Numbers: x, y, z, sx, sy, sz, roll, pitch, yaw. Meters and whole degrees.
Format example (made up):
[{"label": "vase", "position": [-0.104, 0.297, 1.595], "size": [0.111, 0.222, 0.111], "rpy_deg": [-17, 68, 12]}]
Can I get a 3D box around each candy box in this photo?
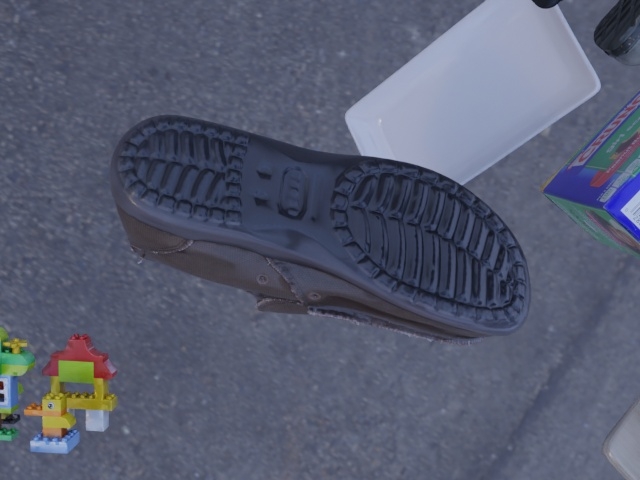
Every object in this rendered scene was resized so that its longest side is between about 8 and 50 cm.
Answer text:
[{"label": "candy box", "position": [0.429, -0.110, 1.373], "size": [0.122, 0.317, 0.268], "rpy_deg": [43, 93, -4]}]

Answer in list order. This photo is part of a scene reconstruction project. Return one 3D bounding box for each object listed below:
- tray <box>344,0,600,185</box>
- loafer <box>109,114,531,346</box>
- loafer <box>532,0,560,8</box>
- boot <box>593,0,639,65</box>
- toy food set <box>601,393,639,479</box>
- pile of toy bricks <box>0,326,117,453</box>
[{"label": "tray", "position": [0.149, -0.139, 1.146], "size": [0.030, 0.270, 0.145], "rpy_deg": [-4, 65, -51]}, {"label": "loafer", "position": [0.000, 0.000, 0.955], "size": [0.366, 0.130, 0.134], "rpy_deg": [20, 58, -7]}, {"label": "loafer", "position": [0.174, -0.275, 0.953], "size": [0.061, 0.062, 0.170], "rpy_deg": [-25, 78, -12]}, {"label": "boot", "position": [0.293, -0.138, 0.816], "size": [0.083, 0.161, 0.246], "rpy_deg": [-48, 177, 30]}, {"label": "toy food set", "position": [0.394, 0.097, 0.873], "size": [0.220, 0.306, 0.092], "rpy_deg": [-32, 98, -47]}, {"label": "pile of toy bricks", "position": [-0.286, 0.112, 0.945], "size": [0.118, 0.212, 0.105], "rpy_deg": [-47, 138, -80]}]
